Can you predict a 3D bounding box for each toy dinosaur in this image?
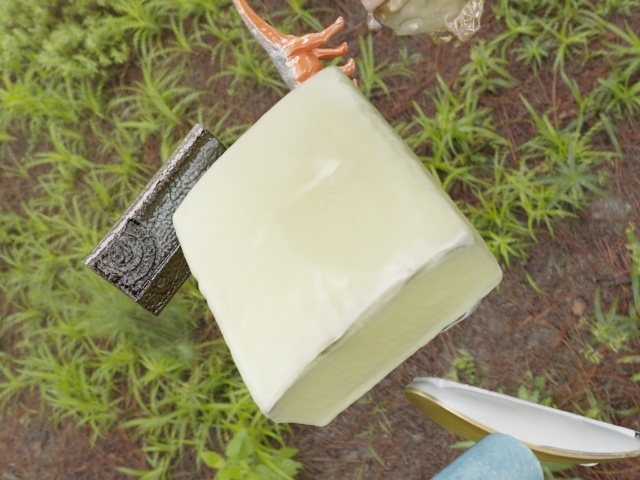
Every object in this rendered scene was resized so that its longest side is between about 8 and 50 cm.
[{"bbox_3d":[-0.016,-0.206,0.810,0.101,0.055,0.279,-25,94,-8],"label":"toy dinosaur"}]

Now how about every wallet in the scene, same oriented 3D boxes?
[{"bbox_3d":[-0.194,-0.027,1.006,0.243,0.133,0.039,-52,30,-9],"label":"wallet"}]

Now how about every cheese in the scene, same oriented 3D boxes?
[{"bbox_3d":[0.000,0.000,0.709,0.242,0.124,0.265,-40,53,10],"label":"cheese"}]

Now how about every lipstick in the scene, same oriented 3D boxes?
[{"bbox_3d":[0.055,0.215,0.475,0.061,0.274,0.068,-36,82,47],"label":"lipstick"}]

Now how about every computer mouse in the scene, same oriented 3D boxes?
[{"bbox_3d":[0.204,0.193,0.759,0.245,0.126,0.056,15,77,-7],"label":"computer mouse"}]

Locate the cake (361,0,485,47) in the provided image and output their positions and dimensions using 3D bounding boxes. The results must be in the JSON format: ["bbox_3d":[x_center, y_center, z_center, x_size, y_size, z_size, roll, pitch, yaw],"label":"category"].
[{"bbox_3d":[0.039,-0.359,0.486,0.293,0.307,0.314,-41,55,30],"label":"cake"}]

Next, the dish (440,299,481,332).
[{"bbox_3d":[0.223,0.057,1.214,0.191,0.066,0.190,-175,90,-66],"label":"dish"}]
